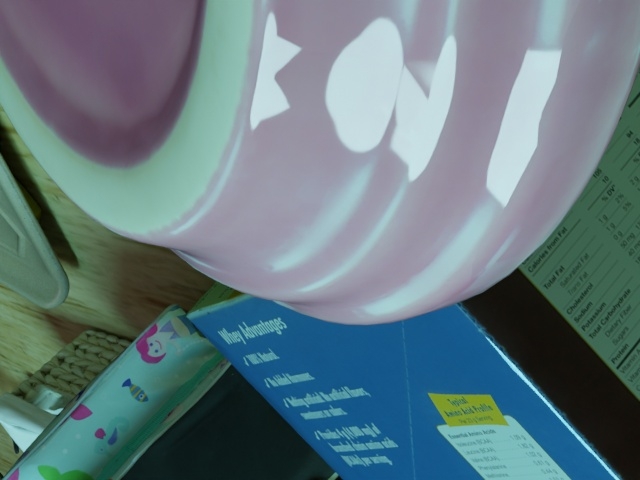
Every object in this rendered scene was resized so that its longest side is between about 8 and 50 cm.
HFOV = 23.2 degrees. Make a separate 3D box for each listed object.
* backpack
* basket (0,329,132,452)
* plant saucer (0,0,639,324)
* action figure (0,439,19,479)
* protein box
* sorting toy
[{"bbox_3d":[-0.086,0.175,0.984,0.191,0.225,0.253,39,166,16],"label":"backpack"},{"bbox_3d":[-0.150,0.161,1.202,0.113,0.103,0.167,12,141,50],"label":"basket"},{"bbox_3d":[-0.045,-0.130,0.426,0.332,0.084,0.332,39,138,48],"label":"plant saucer"},{"bbox_3d":[-0.215,0.241,1.376,0.275,0.164,0.141,34,141,42],"label":"action figure"},{"bbox_3d":[0.090,0.043,0.599,0.201,0.136,0.200,47,156,-10],"label":"protein box"},{"bbox_3d":[-0.266,-0.063,1.101,0.193,0.038,0.208,25,146,34],"label":"sorting toy"}]
